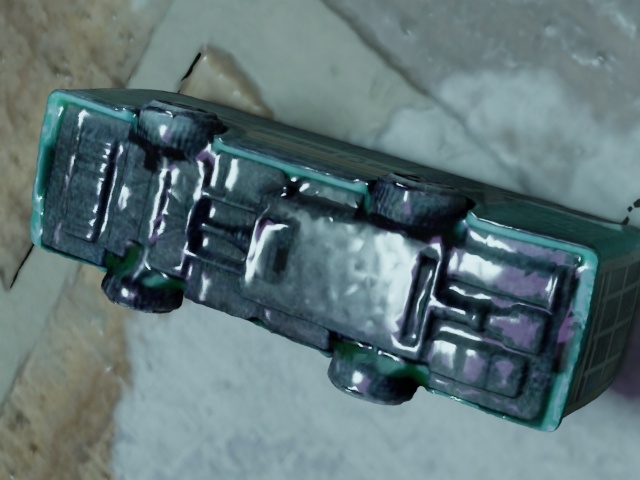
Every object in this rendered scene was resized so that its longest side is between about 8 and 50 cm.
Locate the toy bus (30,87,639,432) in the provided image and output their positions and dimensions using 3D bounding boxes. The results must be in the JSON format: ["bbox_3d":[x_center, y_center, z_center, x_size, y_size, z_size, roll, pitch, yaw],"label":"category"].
[{"bbox_3d":[0.000,0.000,0.645,0.262,0.109,0.091,20,106,29],"label":"toy bus"}]
